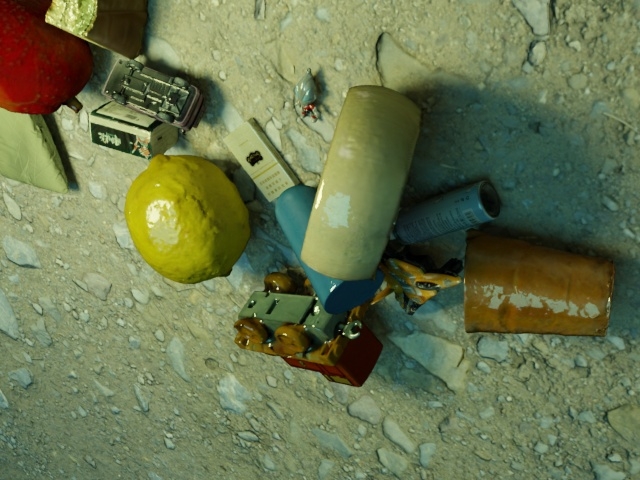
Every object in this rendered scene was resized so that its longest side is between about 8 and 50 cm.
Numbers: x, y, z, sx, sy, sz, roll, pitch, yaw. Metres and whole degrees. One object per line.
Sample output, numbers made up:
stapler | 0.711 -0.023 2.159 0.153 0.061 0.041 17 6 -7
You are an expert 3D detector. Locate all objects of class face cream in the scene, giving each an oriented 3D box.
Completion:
face cream | 0.217 -0.045 1.453 0.229 0.075 0.075 -18 110 39

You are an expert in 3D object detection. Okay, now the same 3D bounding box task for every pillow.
pillow | -0.755 -0.260 1.942 0.274 0.076 0.281 15 133 32

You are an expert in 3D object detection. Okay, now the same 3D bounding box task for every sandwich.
sandwich | -0.436 -0.435 1.532 0.108 0.186 0.220 28 133 16

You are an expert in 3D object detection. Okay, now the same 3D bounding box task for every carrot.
carrot | 0.383 0.079 1.388 0.254 0.196 0.196 4 123 18

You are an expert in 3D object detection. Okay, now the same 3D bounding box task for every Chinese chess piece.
Chinese chess piece | 0.071 -0.096 1.335 0.140 0.338 0.338 16 130 2

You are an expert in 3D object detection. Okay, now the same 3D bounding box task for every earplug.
earplug | 0.000 0.000 1.546 0.273 0.132 0.132 57 141 29

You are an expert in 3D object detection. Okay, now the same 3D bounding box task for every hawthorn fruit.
hawthorn fruit | -0.611 -0.391 1.640 0.265 0.265 0.307 -19 129 40

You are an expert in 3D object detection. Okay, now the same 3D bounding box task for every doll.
doll | -0.027 -0.276 1.476 0.114 0.039 0.057 89 162 -44

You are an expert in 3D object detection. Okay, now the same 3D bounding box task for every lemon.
lemon | -0.285 -0.044 1.665 0.260 0.260 0.284 9 129 28

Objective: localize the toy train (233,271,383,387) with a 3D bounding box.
toy train | -0.022 0.199 1.687 0.369 0.163 0.231 1 138 48

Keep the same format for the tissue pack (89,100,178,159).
tissue pack | -0.407 -0.244 1.702 0.170 0.103 0.090 19 130 21

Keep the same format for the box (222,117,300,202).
box | -0.124 -0.165 1.626 0.090 0.024 0.167 -27 103 42

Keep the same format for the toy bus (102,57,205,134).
toy bus | -0.338 -0.295 1.609 0.199 0.096 0.108 23 176 14

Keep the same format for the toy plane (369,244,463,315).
toy plane | 0.189 0.064 1.494 0.204 0.103 0.316 54 153 -12
